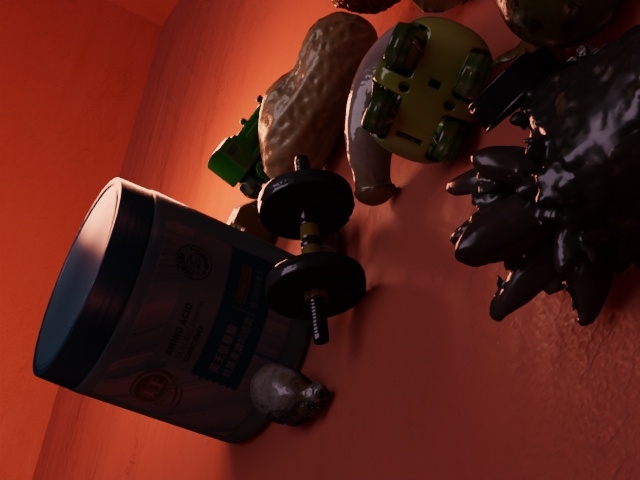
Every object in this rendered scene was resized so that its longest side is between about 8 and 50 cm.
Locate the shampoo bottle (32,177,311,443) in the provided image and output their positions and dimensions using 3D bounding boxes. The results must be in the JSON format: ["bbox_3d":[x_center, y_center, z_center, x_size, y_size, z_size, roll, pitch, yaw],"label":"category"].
[{"bbox_3d":[-0.228,0.117,1.837,0.331,0.342,0.331,-51,25,35],"label":"shampoo bottle"}]

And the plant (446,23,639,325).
[{"bbox_3d":[0.247,-0.063,1.071,0.320,0.181,0.194,-41,31,41],"label":"plant"}]

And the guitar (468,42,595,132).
[{"bbox_3d":[0.234,-0.173,1.200,0.084,0.038,0.271,-44,-9,36],"label":"guitar"}]

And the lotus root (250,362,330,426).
[{"bbox_3d":[-0.048,0.220,1.654,0.165,0.088,0.088,4,71,59],"label":"lotus root"}]

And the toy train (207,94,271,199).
[{"bbox_3d":[-0.103,-0.179,2.108,0.085,0.119,0.251,-46,10,45],"label":"toy train"}]

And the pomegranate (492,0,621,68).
[{"bbox_3d":[0.254,-0.272,1.330,0.220,0.156,0.156,-53,23,45],"label":"pomegranate"}]

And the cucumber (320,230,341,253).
[{"bbox_3d":[0.000,-0.002,1.802,0.064,0.064,0.112,-50,28,37],"label":"cucumber"}]

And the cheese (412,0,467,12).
[{"bbox_3d":[0.204,-0.515,1.726,0.259,0.128,0.316,-33,44,43],"label":"cheese"}]

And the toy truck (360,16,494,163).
[{"bbox_3d":[0.143,-0.198,1.559,0.210,0.148,0.187,-59,-9,-85],"label":"toy truck"}]

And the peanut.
[{"bbox_3d":[-0.011,-0.241,1.971,0.313,0.152,0.152,-61,20,14],"label":"peanut"}]

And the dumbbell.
[{"bbox_3d":[-0.014,0.006,1.665,0.143,0.143,0.325,-47,38,42],"label":"dumbbell"}]

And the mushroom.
[{"bbox_3d":[0.091,-0.187,1.696,0.103,0.118,0.270,1,68,67],"label":"mushroom"}]

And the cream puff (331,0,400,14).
[{"bbox_3d":[0.099,-0.482,1.944,0.240,0.164,0.240,-36,36,32],"label":"cream puff"}]

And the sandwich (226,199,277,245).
[{"bbox_3d":[-0.137,0.000,2.109,0.090,0.088,0.244,0,68,69],"label":"sandwich"}]
